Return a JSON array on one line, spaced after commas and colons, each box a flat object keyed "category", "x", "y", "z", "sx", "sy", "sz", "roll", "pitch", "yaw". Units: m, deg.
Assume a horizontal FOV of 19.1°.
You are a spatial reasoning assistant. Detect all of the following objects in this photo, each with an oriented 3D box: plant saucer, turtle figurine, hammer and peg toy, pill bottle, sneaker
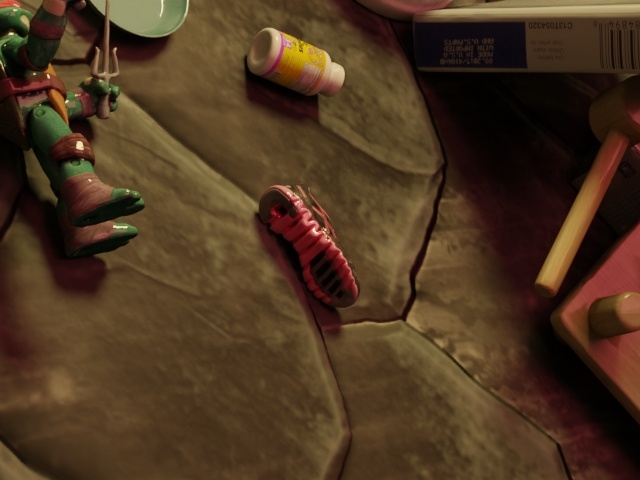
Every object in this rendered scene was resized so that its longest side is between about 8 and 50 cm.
[{"category": "plant saucer", "x": -0.164, "y": -0.217, "z": 1.590, "sx": 0.119, "sy": 0.021, "sz": 0.119, "roll": 24, "pitch": 50, "yaw": -32}, {"category": "turtle figurine", "x": -0.200, "y": -0.111, "z": 1.422, "sx": 0.175, "sy": 0.118, "sz": 0.234, "roll": 61, "pitch": 8, "yaw": -76}, {"category": "hammer and peg toy", "x": 0.329, "y": 0.043, "z": 1.759, "sx": 0.361, "sy": 0.127, "sz": 0.266, "roll": 47, "pitch": 68, "yaw": -9}, {"category": "pill bottle", "x": -0.020, "y": -0.154, "z": 1.669, "sx": 0.083, "sy": 0.043, "sz": 0.043, "roll": 20, "pitch": 52, "yaw": -34}, {"category": "sneaker", "x": 0.000, "y": 0.000, "z": 1.592, "sx": 0.119, "sy": 0.047, "sz": 0.057, "roll": 57, "pitch": 29, "yaw": 1}]

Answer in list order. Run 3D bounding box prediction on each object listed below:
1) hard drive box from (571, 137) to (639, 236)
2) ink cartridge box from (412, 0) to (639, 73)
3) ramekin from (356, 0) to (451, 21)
[{"category": "hard drive box", "x": 0.386, "y": -0.042, "z": 1.948, "sx": 0.232, "sy": 0.089, "sz": 0.181, "roll": 47, "pitch": 42, "yaw": -9}, {"category": "ink cartridge box", "x": 0.314, "y": -0.206, "z": 1.823, "sx": 0.330, "sy": 0.324, "sz": 0.071, "roll": -13, "pitch": 103, "yaw": -47}, {"category": "ramekin", "x": 0.082, "y": -0.325, "z": 1.832, "sx": 0.207, "sy": 0.109, "sz": 0.207, "roll": 23, "pitch": 50, "yaw": -31}]
